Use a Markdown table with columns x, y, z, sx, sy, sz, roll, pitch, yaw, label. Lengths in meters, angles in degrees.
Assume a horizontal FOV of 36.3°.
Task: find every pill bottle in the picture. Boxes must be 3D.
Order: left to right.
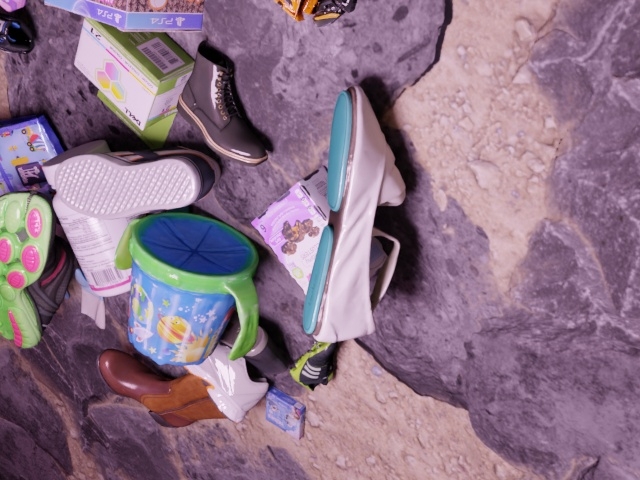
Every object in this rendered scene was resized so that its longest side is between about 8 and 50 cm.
| x | y | z | sx | sy | sz | roll | pitch | yaw | label |
| --- | --- | --- | --- | --- | --- | --- | --- | --- | --- |
| -0.434 | -0.046 | 1.951 | 0.160 | 0.160 | 0.283 | -2 | 116 | 44 | pill bottle |

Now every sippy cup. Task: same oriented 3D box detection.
| x | y | z | sx | sy | sz | roll | pitch | yaw | label |
| --- | --- | --- | --- | --- | --- | --- | --- | --- | --- |
| -0.251 | 0.099 | 1.787 | 0.305 | 0.239 | 0.224 | -114 | 37 | -58 | sippy cup |

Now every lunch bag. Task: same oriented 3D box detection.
| x | y | z | sx | sy | sz | roll | pitch | yaw | label |
| --- | --- | --- | --- | --- | --- | --- | --- | --- | --- |
| -0.633 | -0.152 | 2.112 | 0.293 | 0.138 | 0.221 | -7 | 113 | 32 | lunch bag |

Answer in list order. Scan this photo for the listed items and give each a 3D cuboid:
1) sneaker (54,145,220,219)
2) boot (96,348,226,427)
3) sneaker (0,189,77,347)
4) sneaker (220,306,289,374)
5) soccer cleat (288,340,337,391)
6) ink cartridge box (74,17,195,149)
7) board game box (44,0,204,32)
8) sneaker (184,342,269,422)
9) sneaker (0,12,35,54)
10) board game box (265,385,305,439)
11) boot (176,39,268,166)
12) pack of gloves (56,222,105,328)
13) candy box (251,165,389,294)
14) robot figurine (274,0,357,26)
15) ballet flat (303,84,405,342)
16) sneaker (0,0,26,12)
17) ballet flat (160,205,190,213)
| x | y | z | sx | sy | sz | roll | pitch | yaw | label |
| --- | --- | --- | --- | --- | --- | --- | --- | --- | --- |
| -0.331 | -0.107 | 1.796 | 0.321 | 0.127 | 0.126 | 3 | 104 | 26 | sneaker |
| -0.332 | 0.315 | 2.127 | 0.280 | 0.096 | 0.264 | -19 | 116 | 48 | boot |
| -0.631 | 0.036 | 2.098 | 0.185 | 0.202 | 0.483 | 28 | 141 | 2 | sneaker |
| -0.160 | 0.191 | 1.924 | 0.222 | 0.083 | 0.118 | 33 | 166 | 45 | sneaker |
| 0.001 | 0.228 | 1.822 | 0.072 | 0.060 | 0.179 | 40 | 145 | 0 | soccer cleat |
| -0.349 | -0.274 | 1.761 | 0.189 | 0.097 | 0.255 | 43 | 138 | 10 | ink cartridge box |
| -0.284 | -0.473 | 1.442 | 0.232 | 0.141 | 0.291 | 26 | 116 | 41 | board game box |
| -0.209 | 0.235 | 1.982 | 0.262 | 0.121 | 0.099 | 50 | 179 | -1 | sneaker |
| -0.643 | -0.423 | 1.863 | 0.121 | 0.216 | 0.079 | 15 | 86 | 48 | sneaker |
| -0.072 | 0.353 | 2.000 | 0.090 | 0.020 | 0.090 | 27 | 134 | 27 | board game box |
| -0.157 | -0.227 | 1.636 | 0.198 | 0.077 | 0.137 | 38 | 132 | 16 | boot |
| -0.583 | 0.085 | 2.270 | 0.195 | 0.046 | 0.232 | 30 | 134 | 23 | pack of gloves |
| 0.000 | 0.000 | 1.645 | 0.196 | 0.070 | 0.165 | 53 | 139 | 0 | candy box |
| -0.015 | -0.431 | 1.346 | 0.211 | 0.085 | 0.291 | 43 | 138 | 12 | robot figurine |
| 0.063 | -0.034 | 1.504 | 0.139 | 0.139 | 0.401 | 17 | 104 | 35 | ballet flat |
| -0.647 | -0.516 | 1.878 | 0.236 | 0.095 | 0.105 | 34 | 144 | 19 | sneaker |
| -0.288 | -0.016 | 1.914 | 0.070 | 0.070 | 0.189 | 21 | 126 | 32 | ballet flat |
